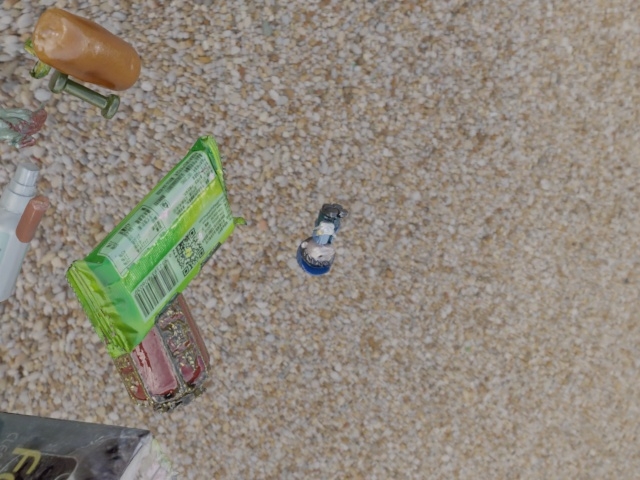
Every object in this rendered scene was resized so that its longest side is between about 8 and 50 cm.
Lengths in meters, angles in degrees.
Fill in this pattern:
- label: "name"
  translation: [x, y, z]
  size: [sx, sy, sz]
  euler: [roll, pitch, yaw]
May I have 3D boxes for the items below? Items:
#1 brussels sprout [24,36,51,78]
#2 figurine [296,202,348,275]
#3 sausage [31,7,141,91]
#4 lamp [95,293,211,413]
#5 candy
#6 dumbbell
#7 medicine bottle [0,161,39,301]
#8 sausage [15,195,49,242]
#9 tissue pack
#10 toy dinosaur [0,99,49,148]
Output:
- label: "brussels sprout"
  translation: [-0.586, -0.381, 1.339]
  size: [0.051, 0.046, 0.083]
  euler: [-13, 116, -27]
- label: "figurine"
  translation: [0.000, 0.000, 1.225]
  size: [0.086, 0.087, 0.149]
  euler: [-8, 125, -41]
- label: "sausage"
  translation: [-0.381, -0.312, 1.066]
  size: [0.098, 0.098, 0.238]
  euler: [-70, 163, 5]
- label: "lamp"
  translation: [-0.313, 0.184, 1.210]
  size: [0.177, 0.177, 0.274]
  euler: [-26, 97, -22]
- label: "candy"
  translation: [-0.129, 0.002, 0.527]
  size: [0.178, 0.032, 0.102]
  euler: [-55, 142, -37]
- label: "dumbbell"
  translation: [-0.408, -0.254, 1.111]
  size: [0.118, 0.052, 0.046]
  euler: [25, 93, -36]
- label: "medicine bottle"
  translation: [-0.739, -0.023, 1.515]
  size: [0.110, 0.110, 0.351]
  euler: [14, 113, -33]
- label: "sausage"
  translation: [-0.495, -0.035, 1.100]
  size: [0.035, 0.147, 0.030]
  euler: [51, 47, 1]
- label: "tissue pack"
  translation: [-0.250, 0.217, 0.486]
  size: [0.173, 0.236, 0.073]
  euler: [-61, 142, -46]
- label: "toy dinosaur"
  translation: [-0.539, -0.218, 1.175]
  size: [0.242, 0.167, 0.053]
  euler: [-53, 153, -63]
